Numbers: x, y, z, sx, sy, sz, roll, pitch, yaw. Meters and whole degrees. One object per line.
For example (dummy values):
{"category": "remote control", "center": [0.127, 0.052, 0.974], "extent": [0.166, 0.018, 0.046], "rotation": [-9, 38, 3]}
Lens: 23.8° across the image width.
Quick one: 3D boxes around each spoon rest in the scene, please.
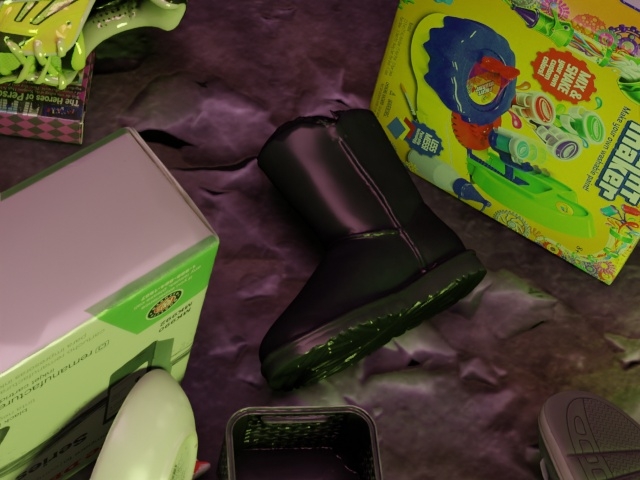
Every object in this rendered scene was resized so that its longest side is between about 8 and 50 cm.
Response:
{"category": "spoon rest", "center": [-0.160, 0.229, 1.136], "extent": [0.084, 0.137, 0.276], "rotation": [12, 77, 11]}

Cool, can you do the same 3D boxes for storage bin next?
{"category": "storage bin", "center": [-0.014, 0.229, 1.195], "extent": [0.122, 0.084, 0.180], "rotation": [0, 58, -10]}

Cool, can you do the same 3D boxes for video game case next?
{"category": "video game case", "center": [-0.325, -0.198, 1.431], "extent": [0.232, 0.042, 0.210], "rotation": [6, 57, -6]}

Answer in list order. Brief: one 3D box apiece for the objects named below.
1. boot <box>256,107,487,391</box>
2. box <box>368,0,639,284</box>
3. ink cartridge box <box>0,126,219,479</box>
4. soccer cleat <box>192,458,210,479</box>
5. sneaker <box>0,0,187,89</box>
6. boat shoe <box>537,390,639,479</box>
{"category": "boot", "center": [0.000, 0.000, 1.331], "extent": [0.246, 0.094, 0.207], "rotation": [-27, 70, -31]}
{"category": "box", "center": [0.216, -0.160, 1.355], "extent": [0.279, 0.290, 0.177], "rotation": [30, 58, 10]}
{"category": "ink cartridge box", "center": [-0.204, 0.077, 1.137], "extent": [0.211, 0.289, 0.121], "rotation": [-33, 72, -26]}
{"category": "soccer cleat", "center": [-0.124, 0.204, 1.226], "extent": [0.083, 0.029, 0.036], "rotation": [-21, 73, -17]}
{"category": "sneaker", "center": [-0.288, -0.196, 1.329], "extent": [0.384, 0.145, 0.147], "rotation": [-31, 69, -22]}
{"category": "boat shoe", "center": [0.253, 0.268, 1.208], "extent": [0.118, 0.103, 0.320], "rotation": [-7, 57, -39]}
